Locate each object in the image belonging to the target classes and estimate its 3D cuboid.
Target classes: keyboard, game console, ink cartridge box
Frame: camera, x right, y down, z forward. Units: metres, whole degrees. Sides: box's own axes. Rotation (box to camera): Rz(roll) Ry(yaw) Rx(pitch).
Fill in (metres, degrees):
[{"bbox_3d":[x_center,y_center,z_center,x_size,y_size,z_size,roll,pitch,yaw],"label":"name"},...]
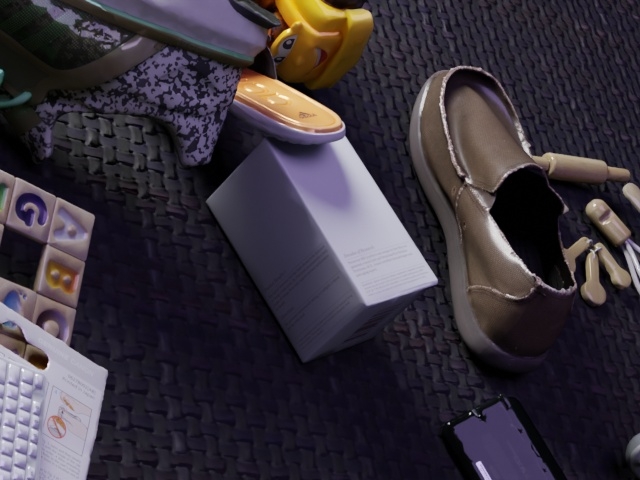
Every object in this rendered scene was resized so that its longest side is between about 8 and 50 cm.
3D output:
[{"bbox_3d":[-0.215,0.183,0.941,0.072,0.014,0.256,33,40,-38],"label":"keyboard"},{"bbox_3d":[0.178,0.211,1.368,0.107,0.071,0.122,-25,72,-18],"label":"game console"},{"bbox_3d":[-0.241,0.144,0.999,0.181,0.056,0.224,39,35,-32],"label":"ink cartridge box"}]

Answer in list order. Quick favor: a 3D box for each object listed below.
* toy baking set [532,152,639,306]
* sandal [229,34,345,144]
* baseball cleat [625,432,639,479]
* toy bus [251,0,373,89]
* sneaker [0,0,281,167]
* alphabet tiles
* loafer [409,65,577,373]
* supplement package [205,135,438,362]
[{"bbox_3d":[0.322,-0.010,1.667,0.256,0.030,0.196,1,62,-33],"label":"toy baking set"},{"bbox_3d":[-0.074,-0.164,1.333,0.265,0.076,0.102,28,27,33],"label":"sandal"},{"bbox_3d":[0.373,0.207,1.509,0.206,0.072,0.109,17,33,-36],"label":"baseball cleat"},{"bbox_3d":[-0.081,-0.253,1.448,0.211,0.149,0.220,-15,70,-32],"label":"toy bus"},{"bbox_3d":[-0.247,-0.156,1.205,0.410,0.182,0.158,12,6,-6],"label":"sneaker"},{"bbox_3d":[-0.256,0.055,1.042,0.198,0.009,0.237,28,60,-43],"label":"alphabet tiles"},{"bbox_3d":[0.194,-0.045,1.499,0.134,0.130,0.365,10,51,-30],"label":"loafer"},{"bbox_3d":[0.000,0.000,1.319,0.105,0.105,0.179,-16,69,-47],"label":"supplement package"}]
